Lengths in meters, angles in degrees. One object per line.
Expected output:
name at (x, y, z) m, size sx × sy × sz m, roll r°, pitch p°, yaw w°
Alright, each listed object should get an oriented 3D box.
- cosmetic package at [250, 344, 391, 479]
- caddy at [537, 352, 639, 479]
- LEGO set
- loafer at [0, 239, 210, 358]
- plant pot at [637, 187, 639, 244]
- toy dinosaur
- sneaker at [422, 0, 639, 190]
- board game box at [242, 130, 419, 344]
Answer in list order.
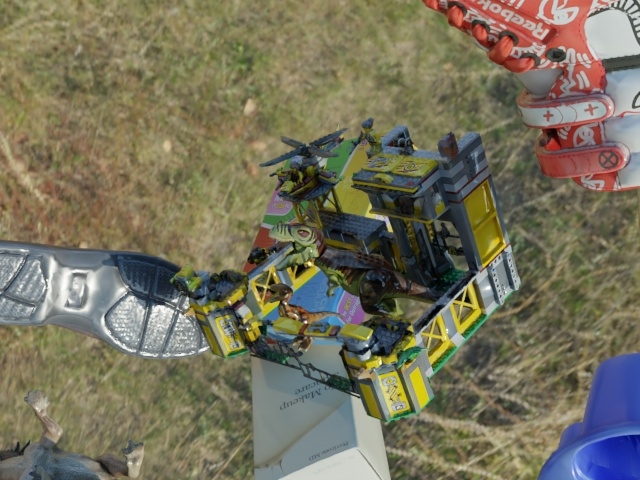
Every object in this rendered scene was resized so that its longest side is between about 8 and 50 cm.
cosmetic package at (-0.006, 0.251, 1.456) m, size 0.113 × 0.160 × 0.309 m, roll 58°, pitch 11°, yaw -29°
caddy at (0.402, 0.272, 1.081) m, size 0.341 × 0.241 × 0.179 m, roll 17°, pitch 39°, yaw 4°
LEGO set at (0.010, -0.003, 0.925) m, size 0.255 × 0.331 × 0.192 m, roll -35°, pitch 121°, yaw -24°
loafer at (-0.242, 0.049, 1.058) m, size 0.303 × 0.095 × 0.109 m, roll 15°, pitch 95°, yaw -35°
plant pot at (0.339, -0.005, 0.658) m, size 0.334 × 0.334 × 0.305 m, roll -3°, pitch 102°, yaw -23°
toy dinosaur at (-0.347, 0.334, 1.403) m, size 0.296 × 0.200 × 0.127 m, roll 23°, pitch 51°, yaw -1°
sneaker at (0.095, -0.102, 0.470) m, size 0.270 × 0.145 × 0.090 m, roll 8°, pitch 19°, yaw -2°
board game box at (0.000, 0.000, 1.506) m, size 0.064 × 0.242 × 0.316 m, roll 36°, pitch 63°, yaw -34°
